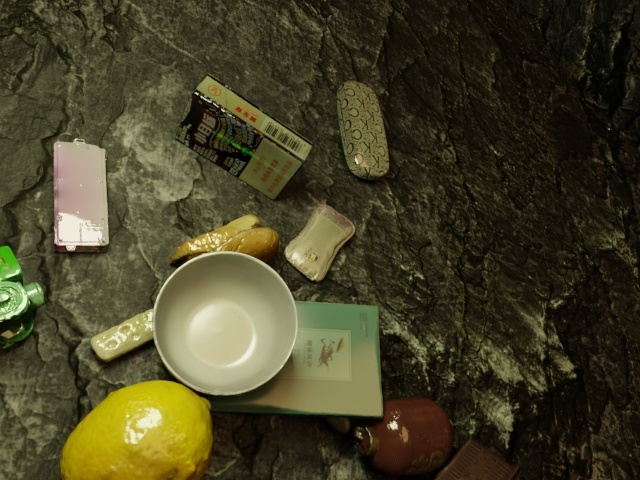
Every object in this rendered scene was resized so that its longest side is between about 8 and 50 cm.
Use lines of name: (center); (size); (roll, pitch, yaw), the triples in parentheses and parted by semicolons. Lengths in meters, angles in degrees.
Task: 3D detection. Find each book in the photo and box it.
book: (-0.048, 0.259, 1.156); (0.380, 0.031, 0.264); (5, 62, -5)

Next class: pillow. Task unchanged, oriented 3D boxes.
pillow: (0.000, 0.000, 1.385); (0.131, 0.038, 0.232); (39, 56, -3)

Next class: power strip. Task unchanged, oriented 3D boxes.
power strip: (-0.530, -0.099, 1.136); (0.109, 0.037, 0.278); (1, 66, -30)

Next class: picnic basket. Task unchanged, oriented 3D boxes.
picnic basket: (0.311, 0.592, 1.178); (0.297, 0.222, 0.129); (-29, 60, -36)

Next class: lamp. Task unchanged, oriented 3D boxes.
lamp: (0.192, 0.457, 1.186); (0.258, 0.180, 0.180); (4, 64, -27)

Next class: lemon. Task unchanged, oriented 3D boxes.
lemon: (-0.318, 0.374, 0.900); (0.288, 0.233, 0.233); (-39, 88, -26)

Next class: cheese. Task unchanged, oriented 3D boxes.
cheese: (-0.379, 0.188, 1.074); (0.194, 0.043, 0.064); (-24, 80, -35)

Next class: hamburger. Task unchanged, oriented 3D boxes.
hamburger: (-0.206, 0.022, 1.203); (0.262, 0.131, 0.124); (-28, 82, -31)

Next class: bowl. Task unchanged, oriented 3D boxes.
bowl: (-0.201, 0.180, 1.062); (0.287, 0.144, 0.286); (7, 65, -16)

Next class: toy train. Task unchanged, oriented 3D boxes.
toy train: (-0.640, 0.113, 0.916); (0.243, 0.132, 0.188); (-24, 71, -36)

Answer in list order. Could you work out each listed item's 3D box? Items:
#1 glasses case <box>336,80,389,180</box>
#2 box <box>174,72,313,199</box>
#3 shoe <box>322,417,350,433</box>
glasses case: (0.130, -0.348, 1.605); (0.137, 0.085, 0.354); (6, 63, -28)
box: (-0.196, -0.254, 1.303); (0.310, 0.198, 0.084); (32, 55, -12)
shoe: (-0.008, 0.366, 1.182); (0.077, 0.074, 0.194); (-28, 79, -25)
